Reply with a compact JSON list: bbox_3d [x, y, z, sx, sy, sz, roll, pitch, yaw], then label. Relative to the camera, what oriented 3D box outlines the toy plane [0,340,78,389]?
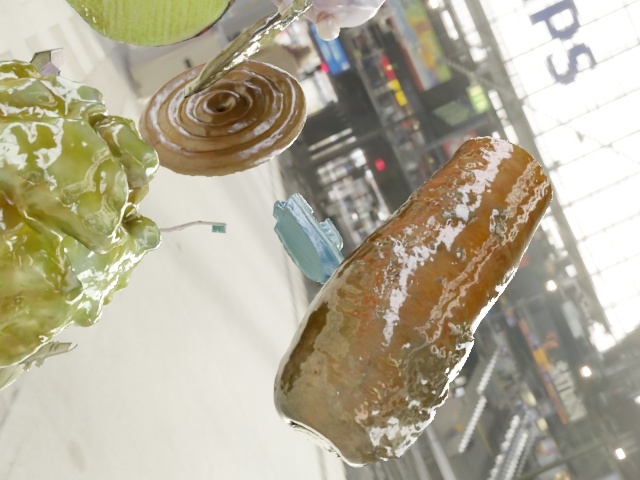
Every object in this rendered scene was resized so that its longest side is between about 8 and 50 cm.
[{"bbox_3d":[-0.594,0.191,2.010,0.242,0.256,0.104,34,-9,34],"label":"toy plane"}]

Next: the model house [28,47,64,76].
[{"bbox_3d":[-0.396,-0.250,1.455,0.057,0.058,0.083,44,13,-6],"label":"model house"}]

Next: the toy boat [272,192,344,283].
[{"bbox_3d":[0.000,0.000,1.887,0.215,0.102,0.088,55,-38,23],"label":"toy boat"}]

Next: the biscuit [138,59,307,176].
[{"bbox_3d":[-0.149,-0.192,1.495,0.037,0.261,0.262,79,-8,-47],"label":"biscuit"}]

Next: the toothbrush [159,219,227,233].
[{"bbox_3d":[-0.253,-0.022,1.629,0.017,0.204,0.022,-31,121,-86],"label":"toothbrush"}]

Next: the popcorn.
[{"bbox_3d":[-0.295,-0.017,0.890,0.274,0.335,0.279,35,49,-27],"label":"popcorn"}]

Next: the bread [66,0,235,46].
[{"bbox_3d":[-0.211,-0.325,1.213,0.228,0.228,0.034,61,20,-56],"label":"bread"}]

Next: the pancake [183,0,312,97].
[{"bbox_3d":[-0.105,-0.270,1.403,0.029,0.212,0.235,53,25,-9],"label":"pancake"}]

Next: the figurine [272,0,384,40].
[{"bbox_3d":[-0.009,-0.423,1.620,0.133,0.275,0.200,-47,-130,45],"label":"figurine"}]

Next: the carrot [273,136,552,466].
[{"bbox_3d":[0.076,0.043,0.830,0.138,0.302,0.139,27,-26,15],"label":"carrot"}]
